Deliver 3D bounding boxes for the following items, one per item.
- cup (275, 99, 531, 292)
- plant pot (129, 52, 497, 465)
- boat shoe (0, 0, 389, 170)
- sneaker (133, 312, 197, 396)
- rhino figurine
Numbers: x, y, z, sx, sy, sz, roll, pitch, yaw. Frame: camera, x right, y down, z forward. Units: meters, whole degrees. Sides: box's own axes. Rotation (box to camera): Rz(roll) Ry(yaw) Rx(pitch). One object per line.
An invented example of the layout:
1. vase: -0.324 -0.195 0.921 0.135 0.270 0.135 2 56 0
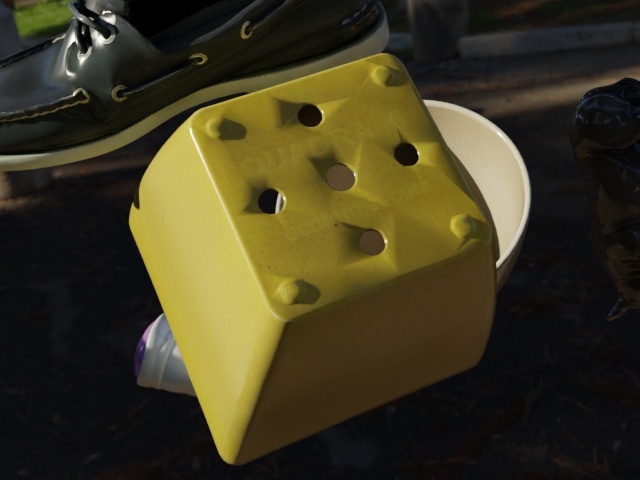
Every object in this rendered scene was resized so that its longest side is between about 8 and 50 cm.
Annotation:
1. cup: 0.128 0.007 1.292 0.330 0.237 0.331 -7 57 11
2. plant pot: 0.000 0.000 0.627 0.212 0.212 0.187 -20 -18 -16
3. boat shoe: -0.119 -0.148 0.656 0.339 0.113 0.127 -14 43 -2
4. sneaker: -0.127 0.139 1.206 0.152 0.114 0.305 17 15 7
5. rhino figurine: 0.263 -0.016 0.749 0.106 0.243 0.073 3 24 45
